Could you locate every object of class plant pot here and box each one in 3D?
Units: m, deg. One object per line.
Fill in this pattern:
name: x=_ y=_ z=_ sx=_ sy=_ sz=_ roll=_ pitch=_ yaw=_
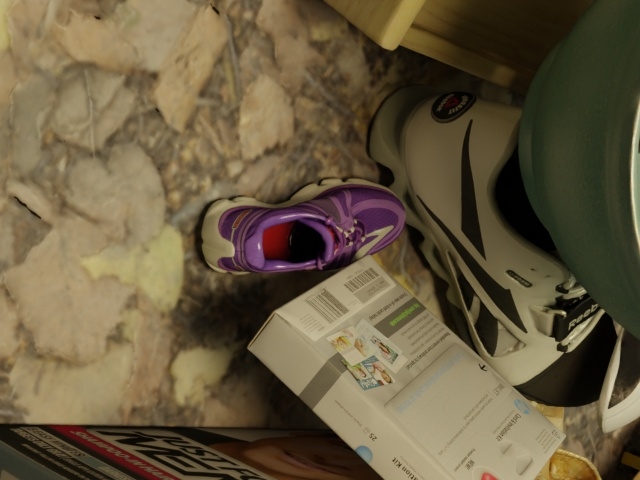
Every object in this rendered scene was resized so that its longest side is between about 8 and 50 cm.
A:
plant pot: x=0.249 y=-0.059 z=0.857 sx=0.293 sy=0.196 sz=0.293 roll=-4 pitch=98 yaw=-27

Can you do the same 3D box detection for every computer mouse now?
computer mouse: x=0.267 y=0.066 z=1.078 sx=0.193 sy=0.042 sz=0.106 roll=-71 pitch=158 yaw=-9

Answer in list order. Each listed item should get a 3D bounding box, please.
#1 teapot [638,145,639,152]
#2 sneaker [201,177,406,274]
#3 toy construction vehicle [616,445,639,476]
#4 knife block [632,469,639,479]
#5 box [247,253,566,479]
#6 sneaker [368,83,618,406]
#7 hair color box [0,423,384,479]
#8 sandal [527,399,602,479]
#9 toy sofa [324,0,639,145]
teapot: x=0.399 y=-0.069 z=1.191 sx=0.256 sy=0.187 sz=0.253 roll=-37 pitch=123 yaw=-30
sneaker: x=0.000 y=0.000 z=0.931 sx=0.170 sy=0.071 sz=0.068 roll=-13 pitch=109 yaw=-40
toy construction vehicle: x=0.336 y=0.199 z=1.301 sx=0.098 sy=0.035 sz=0.086 roll=31 pitch=80 yaw=-42
knife block: x=0.282 y=0.287 z=1.195 sx=0.242 sy=0.088 sz=0.276 roll=-13 pitch=127 yaw=-49
box: x=0.060 y=0.099 z=0.875 sx=0.038 sy=0.186 sz=0.145 roll=-54 pitch=168 yaw=28
sneaker: x=0.171 y=0.024 z=1.025 sx=0.122 sy=0.146 sz=0.330 roll=-54 pitch=126 yaw=-22
hair color box: x=-0.025 y=0.196 z=0.877 sx=0.374 sy=0.185 sz=0.114 roll=9 pitch=94 yaw=-43
sandal: x=0.206 y=0.211 z=1.159 sx=0.088 sy=0.079 sz=0.240 roll=-20 pitch=113 yaw=-37
toy sofa: x=0.149 y=-0.193 z=0.986 sx=0.362 sy=0.177 sz=0.150 roll=13 pitch=114 yaw=-43
